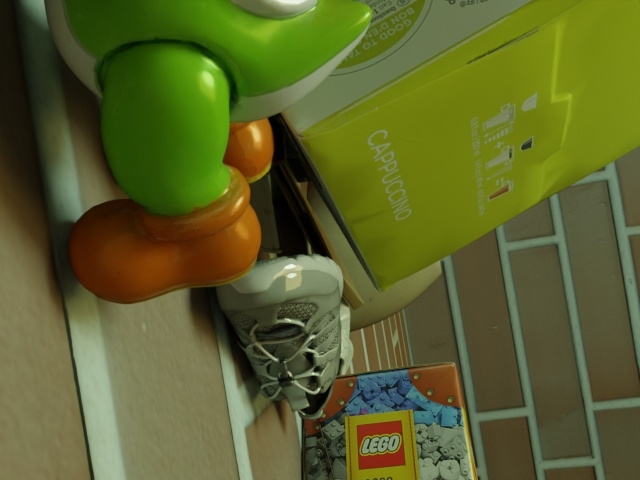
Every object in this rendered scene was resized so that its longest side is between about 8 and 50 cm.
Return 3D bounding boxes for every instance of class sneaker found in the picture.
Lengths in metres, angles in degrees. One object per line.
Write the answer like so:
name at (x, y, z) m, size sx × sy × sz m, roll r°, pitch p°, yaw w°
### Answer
sneaker at (-0.020, 0.096, 0.628) m, size 0.281 × 0.105 × 0.115 m, roll 62°, pitch 21°, yaw -63°
sneaker at (0.019, 0.136, 0.964) m, size 0.061 × 0.054 × 0.152 m, roll -79°, pitch 158°, yaw -56°

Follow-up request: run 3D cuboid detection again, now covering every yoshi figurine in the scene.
yoshi figurine at (-0.114, -0.148, 0.295) m, size 0.203 × 0.204 × 0.362 m, roll -37°, pitch 144°, yaw -33°

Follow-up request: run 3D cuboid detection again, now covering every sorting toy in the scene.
sorting toy at (-0.064, -0.024, 0.690) m, size 0.075 × 0.045 × 0.083 m, roll 31°, pitch 50°, yaw -87°

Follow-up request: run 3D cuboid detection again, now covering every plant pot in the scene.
plant pot at (0.103, 0.006, 1.168) m, size 0.284 × 0.191 × 0.284 m, roll -10°, pitch 90°, yaw -80°

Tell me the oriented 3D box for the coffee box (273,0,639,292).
coffee box at (0.097, -0.208, 0.635) m, size 0.334 × 0.338 × 0.337 m, roll 61°, pitch 2°, yaw 26°

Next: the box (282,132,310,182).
box at (0.083, -0.257, 0.944) m, size 0.183 × 0.296 × 0.293 m, roll 62°, pitch 20°, yaw -83°

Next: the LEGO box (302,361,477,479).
LEGO box at (0.129, 0.449, 0.888) m, size 0.500 × 0.193 × 0.372 m, roll 69°, pitch 16°, yaw -50°

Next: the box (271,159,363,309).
box at (0.000, 0.000, 0.919) m, size 0.164 × 0.021 × 0.201 m, roll 62°, pitch 2°, yaw 23°
